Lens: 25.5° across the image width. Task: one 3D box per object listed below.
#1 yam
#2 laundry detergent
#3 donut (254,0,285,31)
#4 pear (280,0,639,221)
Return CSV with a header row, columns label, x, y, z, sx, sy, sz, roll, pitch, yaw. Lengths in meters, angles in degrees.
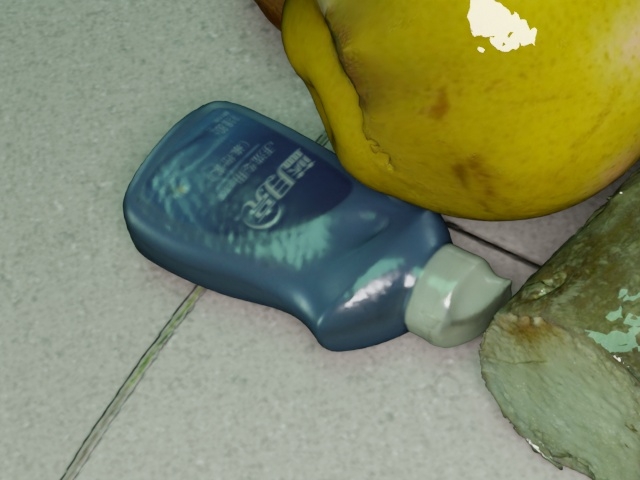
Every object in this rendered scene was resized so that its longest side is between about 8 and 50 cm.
label,x,y,z,sx,sy,sz,roll,pitch,yaw
yam,0.259,0.022,0.954,0.168,0.168,0.304,35,68,30
laundry detergent,0.000,0.000,1.053,0.290,0.094,0.143,24,57,25
donut,0.018,-0.274,1.201,0.226,0.114,0.226,-25,41,24
pear,0.142,-0.166,0.992,0.336,0.285,0.285,-43,58,-12
